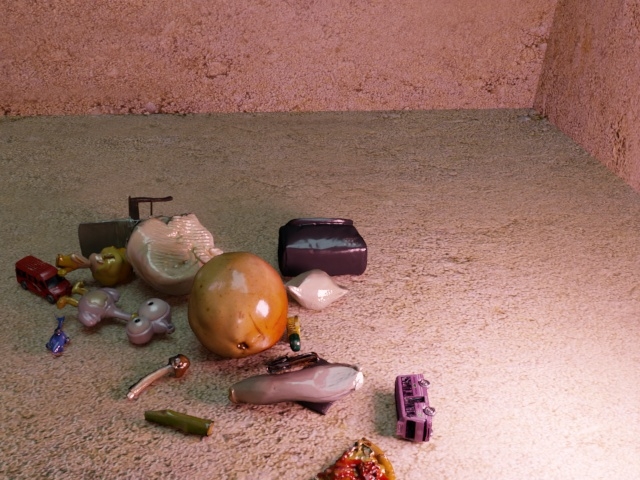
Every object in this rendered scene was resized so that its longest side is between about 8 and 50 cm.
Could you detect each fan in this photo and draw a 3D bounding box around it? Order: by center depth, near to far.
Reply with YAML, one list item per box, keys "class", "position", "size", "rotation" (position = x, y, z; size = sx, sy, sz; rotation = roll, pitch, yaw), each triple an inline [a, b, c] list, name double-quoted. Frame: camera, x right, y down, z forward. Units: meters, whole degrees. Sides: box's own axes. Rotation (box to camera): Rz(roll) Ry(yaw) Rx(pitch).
- class: "fan"
  position: [-0.077, 0.273, 1.855]
  size: [0.039, 0.082, 0.155]
  rotation: [-5, 16, -4]

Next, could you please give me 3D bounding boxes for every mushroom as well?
- class: "mushroom"
  position: [-0.064, 0.376, 1.664]
  size: [0.351, 0.097, 0.109]
  rotation: [-5, -4, 0]
- class: "mushroom"
  position: [-0.434, 0.370, 1.726]
  size: [0.187, 0.061, 0.060]
  rotation: [-30, 30, -25]

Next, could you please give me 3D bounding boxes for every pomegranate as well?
- class: "pomegranate"
  position: [-0.237, 0.175, 1.829]
  size: [0.319, 0.319, 0.319]
  rotation: [3, 32, -2]

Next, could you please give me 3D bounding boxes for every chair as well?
- class: "chair"
  position: [-0.675, -0.047, 2.268]
  size: [0.318, 0.160, 0.186]
  rotation: [-4, 38, -13]

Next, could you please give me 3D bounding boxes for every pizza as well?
- class: "pizza"
  position: [0.082, 0.543, 1.484]
  size: [0.193, 0.053, 0.201]
  rotation: [-11, 35, -22]

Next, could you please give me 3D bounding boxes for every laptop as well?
- class: "laptop"
  position: [0.000, 0.393, 1.755]
  size: [0.129, 0.016, 0.180]
  rotation: [18, 36, 23]

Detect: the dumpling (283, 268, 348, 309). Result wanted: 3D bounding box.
- class: "dumpling"
  position: [-0.029, 0.154, 2.058]
  size: [0.215, 0.126, 0.166]
  rotation: [-24, 13, -23]

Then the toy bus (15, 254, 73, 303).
- class: "toy bus"
  position: [-0.872, 0.121, 2.035]
  size: [0.195, 0.089, 0.081]
  rotation: [21, 36, 25]

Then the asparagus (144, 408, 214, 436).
- class: "asparagus"
  position: [-0.353, 0.450, 1.605]
  size: [0.178, 0.041, 0.045]
  rotation: [10, 77, 12]

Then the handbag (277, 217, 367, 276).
- class: "handbag"
  position: [0.000, -0.002, 2.235]
  size: [0.301, 0.178, 0.275]
  rotation: [-1, 32, -8]

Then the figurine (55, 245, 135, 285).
- class: "figurine"
  position: [-0.717, 0.078, 2.067]
  size: [0.246, 0.131, 0.156]
  rotation: [4, -13, -28]

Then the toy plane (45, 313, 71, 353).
- class: "toy plane"
  position: [-0.758, 0.269, 1.853]
  size: [0.062, 0.054, 0.167]
  rotation: [-25, 35, 3]

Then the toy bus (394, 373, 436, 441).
- class: "toy bus"
  position: [0.238, 0.430, 1.655]
  size: [0.098, 0.087, 0.178]
  rotation: [1, 29, 0]

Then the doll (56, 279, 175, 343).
- class: "doll"
  position: [-0.591, 0.216, 1.909]
  size: [0.365, 0.094, 0.160]
  rotation: [12, 36, 15]

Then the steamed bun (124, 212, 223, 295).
- class: "steamed bun"
  position: [-0.485, 0.064, 2.082]
  size: [0.268, 0.207, 0.280]
  rotation: [-26, 69, -38]

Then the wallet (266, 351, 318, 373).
- class: "wallet"
  position: [-0.070, 0.317, 1.703]
  size: [0.132, 0.039, 0.243]
  rotation: [-12, -8, -1]
